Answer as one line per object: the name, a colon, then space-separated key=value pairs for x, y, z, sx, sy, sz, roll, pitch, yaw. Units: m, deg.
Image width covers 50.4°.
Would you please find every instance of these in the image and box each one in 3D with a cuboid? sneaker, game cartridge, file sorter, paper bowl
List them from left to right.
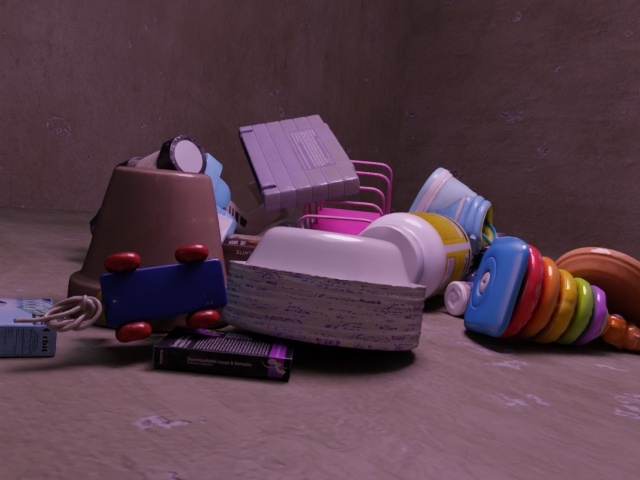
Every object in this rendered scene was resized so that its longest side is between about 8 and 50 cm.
game cartridge: x=-0.058 y=-0.197 z=1.653 sx=0.230 sy=0.068 sz=0.355 roll=-8 pitch=36 yaw=-13
paper bowl: x=0.009 y=0.063 z=0.972 sx=0.284 sy=0.148 sz=0.284 roll=8 pitch=-1 yaw=0
file sorter: x=0.066 y=-0.055 z=1.652 sx=0.202 sy=0.182 sz=0.290 roll=6 pitch=36 yaw=8
sneaker: x=0.292 y=0.009 z=1.615 sx=0.208 sy=0.319 sz=0.127 roll=32 pitch=34 yaw=13
sneaker: x=0.407 y=0.056 z=1.632 sx=0.131 sy=0.148 sz=0.350 roll=7 pitch=6 yaw=15

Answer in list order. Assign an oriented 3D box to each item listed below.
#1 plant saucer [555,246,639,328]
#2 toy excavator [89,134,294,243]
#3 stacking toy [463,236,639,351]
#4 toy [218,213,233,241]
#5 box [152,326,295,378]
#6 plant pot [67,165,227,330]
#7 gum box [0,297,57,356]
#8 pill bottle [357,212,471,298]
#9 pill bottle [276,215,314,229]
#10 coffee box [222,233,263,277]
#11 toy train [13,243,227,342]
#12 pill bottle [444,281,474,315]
plant saucer: x=0.490 y=0.101 z=1.176 sx=0.200 sy=0.200 sz=0.037 roll=10 pitch=42 yaw=39
toy excavator: x=-0.272 y=-0.070 z=1.667 sx=0.222 sy=0.433 sz=0.445 roll=-16 pitch=-45 yaw=35
stacking toy: x=0.408 y=0.117 z=1.125 sx=0.302 sy=0.165 sz=0.175 roll=20 pitch=-5 yaw=-4
toy: x=-0.279 y=0.014 z=1.360 sx=0.137 sy=0.056 sz=0.237 roll=25 pitch=37 yaw=-5
box: x=-0.114 y=0.137 z=0.838 sx=0.162 sy=0.029 sz=0.116 roll=7 pitch=4 yaw=0
plant pot: x=-0.255 y=0.004 z=1.063 sx=0.263 sy=0.229 sz=0.263 roll=6 pitch=6 yaw=-1
gum box: x=-0.422 y=0.102 z=0.824 sx=0.184 sy=0.041 sz=0.157 roll=5 pitch=5 yaw=-24
pill bottle: x=0.185 y=0.035 z=1.404 sx=0.188 sy=0.187 sz=0.334 roll=8 pitch=5 yaw=25
pill bottle: x=0.000 y=0.000 z=1.865 sx=0.246 sy=0.136 sz=0.136 roll=0 pitch=8 yaw=-36
coffee box: x=-0.134 y=0.049 z=1.403 sx=0.141 sy=0.098 sz=0.246 roll=5 pitch=5 yaw=-5
toy train: x=-0.256 y=0.076 z=0.847 sx=0.248 sy=0.105 sz=0.143 roll=-8 pitch=-5 yaw=-30
pill bottle: x=0.309 y=0.114 z=1.326 sx=0.120 sy=0.067 sz=0.067 roll=3 pitch=6 yaw=-24
